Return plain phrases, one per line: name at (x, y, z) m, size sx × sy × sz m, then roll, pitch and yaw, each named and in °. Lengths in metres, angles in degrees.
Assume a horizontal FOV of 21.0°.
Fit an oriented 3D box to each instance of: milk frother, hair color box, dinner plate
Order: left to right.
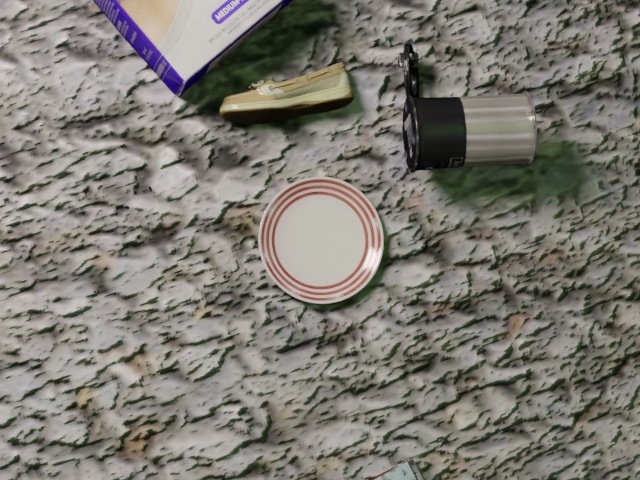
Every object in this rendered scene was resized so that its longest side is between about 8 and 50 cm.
hair color box at (-0.191, -0.346, 1.854) m, size 0.185 × 0.110 × 0.339 m, roll -42°, pitch 93°, yaw -10°
dinner plate at (0.000, 0.000, 1.911) m, size 0.141 × 0.017 × 0.141 m, roll 1°, pitch 85°, yaw -12°
milk frother at (0.156, -0.149, 1.897) m, size 0.134 × 0.129 × 0.143 m, roll -3°, pitch 93°, yaw -8°

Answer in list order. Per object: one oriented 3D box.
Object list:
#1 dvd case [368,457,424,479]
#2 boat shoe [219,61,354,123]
dvd case at (0.069, 0.305, 1.904) m, size 0.119 × 0.013 × 0.087 m, roll -27°, pitch 91°, yaw -13°
boat shoe at (-0.040, -0.163, 1.898) m, size 0.153 × 0.056 × 0.048 m, roll -11°, pitch 79°, yaw -13°
